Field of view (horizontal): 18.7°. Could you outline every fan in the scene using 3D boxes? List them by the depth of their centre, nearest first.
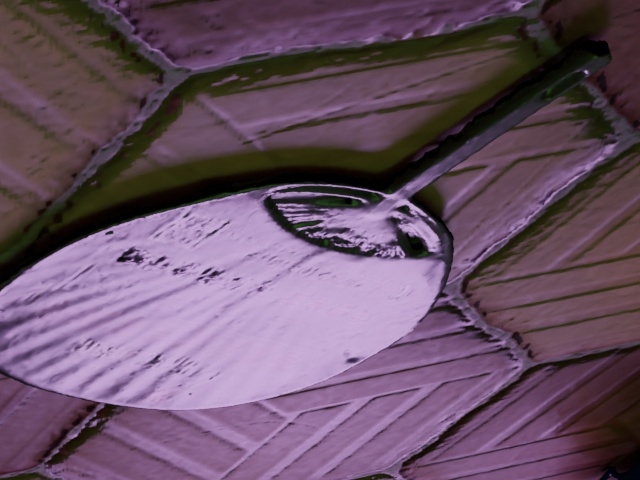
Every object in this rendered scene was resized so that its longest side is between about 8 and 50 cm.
[{"bbox_3d":[-0.033,0.007,0.824,0.223,0.012,0.294,-3,150,-23],"label":"fan"}]

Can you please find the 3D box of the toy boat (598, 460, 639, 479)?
[{"bbox_3d":[0.193,0.173,1.178,0.110,0.091,0.175,-20,165,-38],"label":"toy boat"}]
